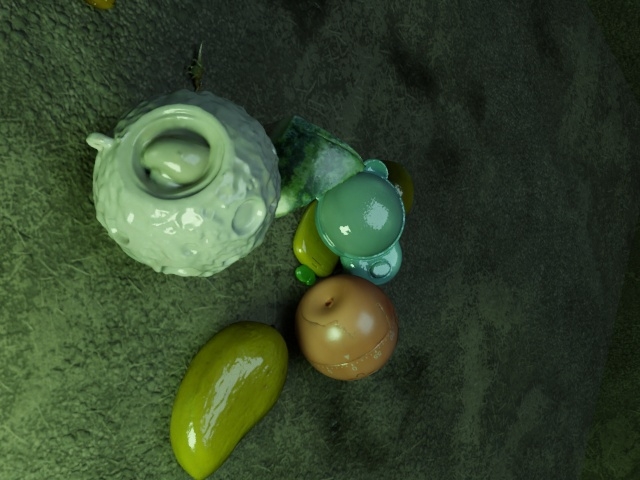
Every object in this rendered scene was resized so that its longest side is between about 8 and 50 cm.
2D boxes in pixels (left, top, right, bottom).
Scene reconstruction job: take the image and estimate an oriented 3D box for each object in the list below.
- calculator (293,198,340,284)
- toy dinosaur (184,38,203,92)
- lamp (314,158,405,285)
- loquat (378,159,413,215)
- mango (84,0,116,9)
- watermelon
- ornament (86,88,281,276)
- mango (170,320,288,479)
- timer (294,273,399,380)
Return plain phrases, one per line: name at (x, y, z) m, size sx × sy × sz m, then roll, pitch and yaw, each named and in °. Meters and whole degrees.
calculator at (0.000, 0.000, 1.902) m, size 0.146 × 0.032 × 0.235 m, roll 42°, pitch 55°, yaw -36°
toy dinosaur at (-0.260, -0.364, 1.669) m, size 0.041 × 0.026 × 0.113 m, roll -4°, pitch 97°, yaw -54°
lamp at (0.099, -0.033, 1.864) m, size 0.209 × 0.147 × 0.284 m, roll -17°, pitch 108°, yaw -12°
loquat at (0.155, -0.107, 1.997) m, size 0.152 × 0.152 × 0.195 m, roll 36°, pitch 61°, yaw -39°
mango at (-0.423, -0.482, 1.482) m, size 0.127 × 0.063 × 0.077 m, roll 55°, pitch 43°, yaw -27°
watermelon at (-0.075, -0.143, 1.730) m, size 0.193 × 0.310 × 0.232 m, roll 45°, pitch 17°, yaw -34°
ornament at (-0.236, -0.099, 1.449) m, size 0.337 × 0.337 × 0.337 m, roll 8°, pitch 80°, yaw -47°
mango at (-0.185, 0.294, 1.587) m, size 0.332 × 0.142 × 0.195 m, roll -49°, pitch 115°, yaw -36°
timer at (0.060, 0.195, 1.797) m, size 0.215 × 0.229 × 0.230 m, roll 54°, pitch 49°, yaw -40°
